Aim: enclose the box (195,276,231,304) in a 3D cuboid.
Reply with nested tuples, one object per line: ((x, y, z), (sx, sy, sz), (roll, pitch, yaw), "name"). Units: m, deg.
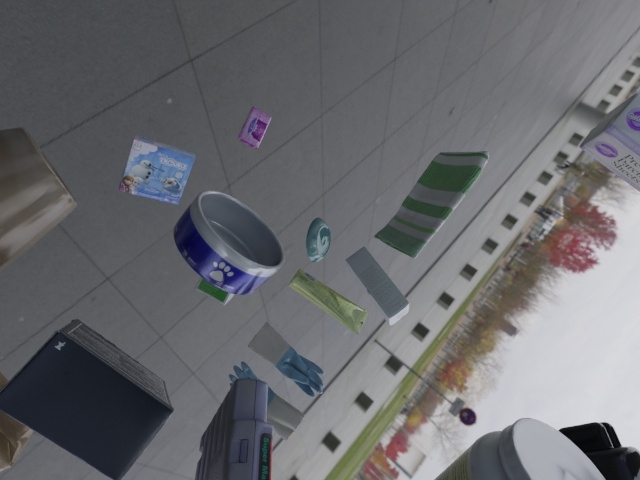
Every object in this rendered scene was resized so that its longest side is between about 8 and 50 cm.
((-0.294, 0.120, 1.261), (0.087, 0.101, 0.102), (-60, -178, 9), "box")

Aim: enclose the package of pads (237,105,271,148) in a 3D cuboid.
((-0.148, -0.254, 0.963), (0.083, 0.050, 0.032), (-67, -157, -5), "package of pads")

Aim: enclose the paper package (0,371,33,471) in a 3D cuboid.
((-0.880, 0.419, 0.950), (0.324, 0.310, 0.168), (-27, -163, 0), "paper package")

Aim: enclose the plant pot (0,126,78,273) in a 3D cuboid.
((-0.686, -0.084, 0.872), (0.280, 0.323, 0.323), (-35, 153, -22), "plant pot")

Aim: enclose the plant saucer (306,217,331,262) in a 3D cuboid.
((0.000, 0.000, 1.118), (0.119, 0.021, 0.120), (-22, 115, -60), "plant saucer")

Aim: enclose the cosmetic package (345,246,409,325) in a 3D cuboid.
((0.178, 0.143, 1.339), (0.085, 0.231, 0.117), (-36, 156, -5), "cosmetic package")

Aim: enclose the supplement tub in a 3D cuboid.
((0.315, 0.492, 0.743), (0.235, 0.235, 0.325), (-17, 143, -56), "supplement tub")

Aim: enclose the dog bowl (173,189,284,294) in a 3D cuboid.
((-0.221, 0.003, 1.052), (0.104, 0.265, 0.264), (-45, 161, 18), "dog bowl")

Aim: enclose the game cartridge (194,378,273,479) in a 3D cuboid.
((-0.118, 0.375, 0.499), (0.230, 0.068, 0.355), (-54, -153, 39), "game cartridge")

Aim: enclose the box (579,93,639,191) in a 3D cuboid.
((0.472, -0.043, 0.504), (0.063, 0.324, 0.067), (-49, 173, -2), "box")

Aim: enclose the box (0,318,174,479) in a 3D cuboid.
((-0.519, 0.345, 0.975), (0.183, 0.296, 0.294), (-53, -165, -20), "box")

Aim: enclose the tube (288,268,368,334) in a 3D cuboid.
((0.022, 0.171, 1.214), (0.070, 0.240, 0.062), (-57, 178, -5), "tube")

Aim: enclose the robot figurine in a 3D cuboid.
((0.596, 0.524, 0.869), (0.208, 0.279, 0.174), (-4, 149, -6), "robot figurine")

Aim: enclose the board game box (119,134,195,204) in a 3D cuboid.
((-0.250, -0.106, 0.654), (0.090, 0.020, 0.090), (13, 121, -30), "board game box")

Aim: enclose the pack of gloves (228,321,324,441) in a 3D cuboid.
((-0.112, 0.364, 1.120), (0.195, 0.232, 0.046), (-52, 166, -4), "pack of gloves")

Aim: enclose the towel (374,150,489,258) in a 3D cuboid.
((0.294, -0.110, 1.161), (0.325, 0.038, 0.248), (-51, -162, -1), "towel")
